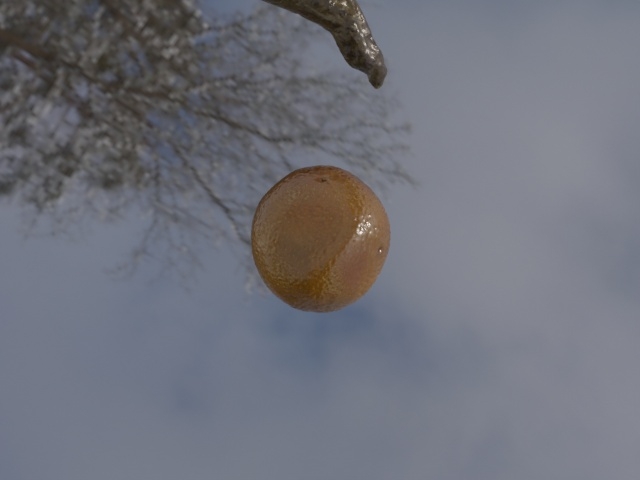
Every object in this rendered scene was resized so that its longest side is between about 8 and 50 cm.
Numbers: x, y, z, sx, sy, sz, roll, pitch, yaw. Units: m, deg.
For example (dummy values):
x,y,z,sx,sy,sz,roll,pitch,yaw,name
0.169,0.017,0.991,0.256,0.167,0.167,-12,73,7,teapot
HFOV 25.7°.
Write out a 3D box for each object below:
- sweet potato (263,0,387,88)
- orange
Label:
x,y,z,sx,sy,sz,roll,pitch,yaw,name
-0.009,-0.155,0.892,0.041,0.153,0.038,-32,-156,56,sweet potato
0.000,0.000,0.785,0.085,0.085,0.085,-16,-120,30,orange
